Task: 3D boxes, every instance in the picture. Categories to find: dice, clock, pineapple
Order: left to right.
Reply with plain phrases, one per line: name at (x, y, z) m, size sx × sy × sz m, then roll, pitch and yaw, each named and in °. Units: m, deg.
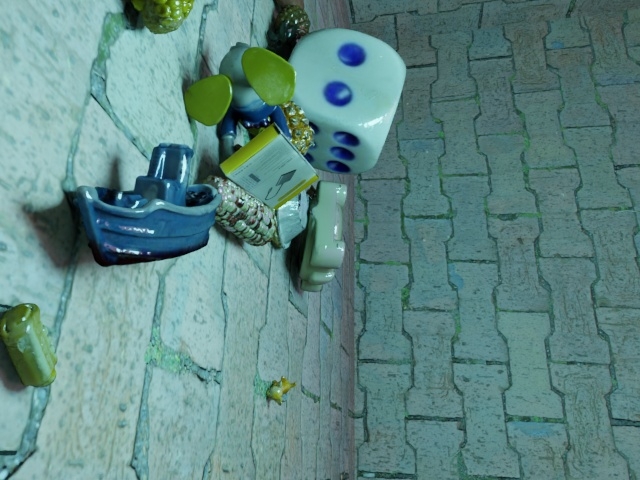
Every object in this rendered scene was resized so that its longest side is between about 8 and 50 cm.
pineapple at (-0.114, -0.247, 1.239) m, size 0.137 × 0.161 × 0.176 m, roll -49°, pitch 173°, yaw -28°
pineapple at (-0.098, -0.574, 1.456) m, size 0.119 × 0.111 × 0.237 m, roll 46°, pitch 43°, yaw -32°
clock at (0.000, 0.000, 1.553) m, size 0.309 × 0.114 × 0.284 m, roll 109°, pitch -15°, yaw -58°
dice at (0.048, -0.378, 1.404) m, size 0.277 × 0.304 × 0.305 m, roll 108°, pitch 0°, yaw -70°

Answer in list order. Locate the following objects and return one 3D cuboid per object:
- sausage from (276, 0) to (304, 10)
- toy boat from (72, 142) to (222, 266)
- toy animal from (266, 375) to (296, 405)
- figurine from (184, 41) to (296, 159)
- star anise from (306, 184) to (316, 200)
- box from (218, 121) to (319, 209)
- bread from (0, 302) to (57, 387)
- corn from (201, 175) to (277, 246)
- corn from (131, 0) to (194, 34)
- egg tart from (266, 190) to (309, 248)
sausage at (-0.119, -0.744, 1.426) m, size 0.433 × 0.087 × 0.088 m, roll 29°, pitch 59°, yaw -77°
toy boat at (-0.210, -0.056, 0.656) m, size 0.309 × 0.129 × 0.143 m, roll -33°, pitch 130°, yaw -76°
toy animal at (-0.097, 0.379, 1.284) m, size 0.083 × 0.081 × 0.061 m, roll 155°, pitch -65°, yaw -80°
figurine at (-0.115, -0.262, 1.045) m, size 0.338 × 0.204 × 0.284 m, roll -79°, pitch 163°, yaw -63°
star anise at (-0.031, -0.114, 1.793) m, size 0.168 × 0.057 × 0.168 m, roll -11°, pitch 90°, yaw -84°
box at (-0.091, -0.136, 1.004) m, size 0.033 × 0.129 × 0.247 m, roll 55°, pitch 6°, yaw 19°
bread at (-0.282, 0.103, 0.492) m, size 0.049 × 0.033 × 0.088 m, roll -103°, pitch -173°, yaw -60°
corn at (-0.166, -0.054, 1.017) m, size 0.280 × 0.092 × 0.092 m, roll 40°, pitch 48°, yaw -68°
corn at (-0.229, -0.459, 0.705) m, size 0.119 × 0.119 × 0.322 m, roll -57°, pitch 147°, yaw -72°
egg tart at (-0.086, -0.091, 1.401) m, size 0.234 × 0.094 × 0.234 m, roll -3°, pitch 90°, yaw -82°
